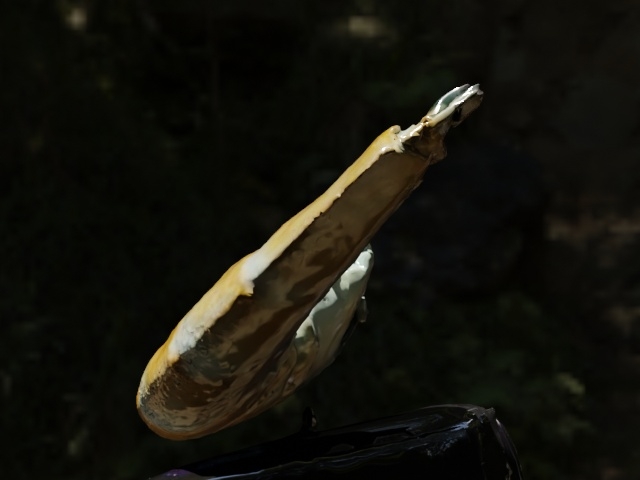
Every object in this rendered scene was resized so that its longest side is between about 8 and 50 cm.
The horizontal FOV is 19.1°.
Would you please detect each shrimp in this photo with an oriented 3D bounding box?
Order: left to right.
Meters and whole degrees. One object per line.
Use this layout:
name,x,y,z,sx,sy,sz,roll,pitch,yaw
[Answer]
shrimp,-0.022,0.025,0.972,0.185,0.068,0.287,-44,-10,-22

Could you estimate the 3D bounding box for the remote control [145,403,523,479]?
remote control,-0.093,0.175,0.912,0.399,0.144,0.062,-15,-15,7
